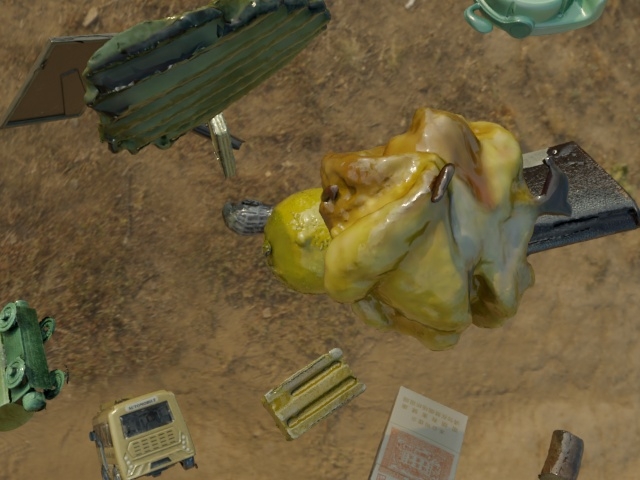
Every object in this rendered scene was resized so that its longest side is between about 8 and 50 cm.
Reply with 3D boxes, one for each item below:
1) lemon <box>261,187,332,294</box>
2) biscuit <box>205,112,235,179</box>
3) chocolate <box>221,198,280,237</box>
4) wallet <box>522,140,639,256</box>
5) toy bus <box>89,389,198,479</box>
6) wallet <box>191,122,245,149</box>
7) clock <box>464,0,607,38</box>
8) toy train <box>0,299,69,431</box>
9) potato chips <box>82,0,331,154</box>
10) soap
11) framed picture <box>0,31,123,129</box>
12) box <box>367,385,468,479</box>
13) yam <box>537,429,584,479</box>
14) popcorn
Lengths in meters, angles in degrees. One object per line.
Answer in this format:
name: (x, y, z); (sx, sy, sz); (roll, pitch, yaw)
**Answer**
lemon: (0.000, 0.000, 1.246); (0.206, 0.173, 0.173); (-21, 90, -53)
biscuit: (-0.224, -0.232, 1.721); (0.041, 0.199, 0.121); (-20, 69, -9)
chocolate: (-0.142, -0.055, 2.059); (0.248, 0.110, 0.110); (6, 72, 14)
wallet: (0.403, -0.082, 1.369); (0.221, 0.262, 0.071); (-17, 127, 0)
toy bus: (-0.410, 0.446, 1.753); (0.177, 0.365, 0.201); (-15, 82, -26)
wallet: (-0.371, -0.319, 1.945); (0.378, 0.197, 0.051); (24, 97, -17)
clock: (0.268, -0.335, 1.009); (0.189, 0.060, 0.148); (-17, 70, -6)
toy train: (-0.658, 0.274, 1.694); (0.126, 0.189, 0.307); (23, 26, -42)
potato chips: (-0.174, -0.277, 1.236); (0.429, 0.358, 0.070); (-31, 80, 0)
soap: (-0.018, 0.382, 1.929); (0.233, 0.076, 0.135); (-32, 79, -19)
framed picture: (-0.508, -0.319, 1.560); (0.209, 0.281, 0.019); (-24, 79, -51)
box: (0.248, 0.555, 1.989); (0.205, 0.051, 0.365); (25, 41, 3)
yam: (0.551, 0.500, 1.765); (0.084, 0.084, 0.127); (41, 57, -17)
popcorn: (0.128, -0.023, 0.943); (0.316, 0.281, 0.297); (31, 66, -32)
